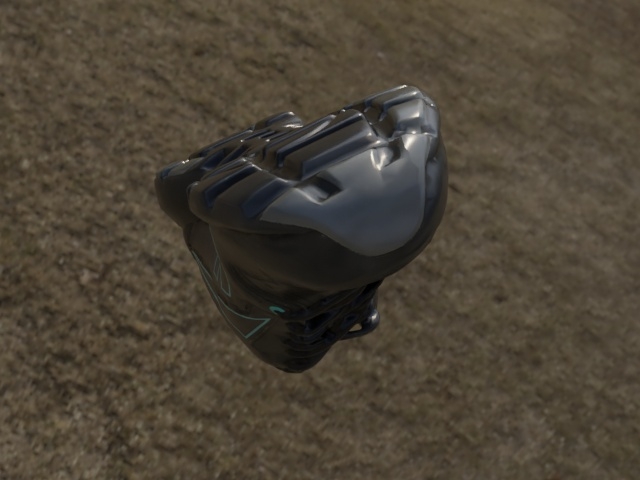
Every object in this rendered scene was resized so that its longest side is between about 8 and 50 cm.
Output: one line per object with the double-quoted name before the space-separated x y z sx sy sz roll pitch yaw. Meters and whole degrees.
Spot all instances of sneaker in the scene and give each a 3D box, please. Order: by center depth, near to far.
"sneaker" 0.000 0.000 0.491 0.101 0.267 0.106 -25 99 -10
